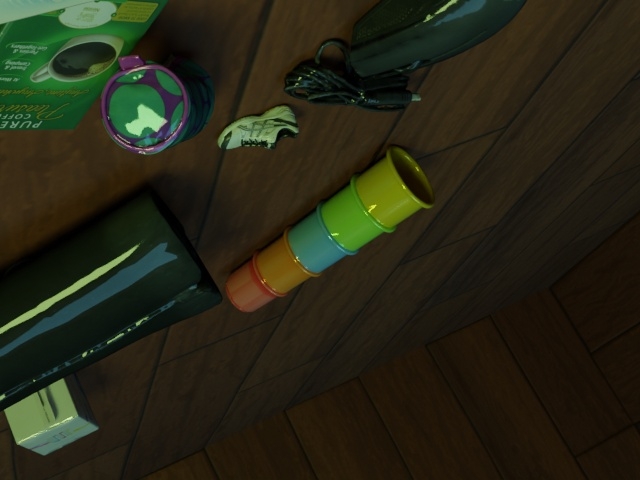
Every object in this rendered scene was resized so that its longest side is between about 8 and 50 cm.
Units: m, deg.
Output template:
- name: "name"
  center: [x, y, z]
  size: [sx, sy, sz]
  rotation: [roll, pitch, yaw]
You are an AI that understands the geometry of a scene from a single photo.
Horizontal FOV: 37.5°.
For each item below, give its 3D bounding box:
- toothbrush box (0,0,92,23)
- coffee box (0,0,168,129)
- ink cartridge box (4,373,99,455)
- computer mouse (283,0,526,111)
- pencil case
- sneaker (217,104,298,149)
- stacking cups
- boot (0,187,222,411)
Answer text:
- name: "toothbrush box"
  center: [-0.080, -0.236, 0.378]
  size: [0.206, 0.122, 0.283]
  rotation: [-21, 163, -23]
- name: "coffee box"
  center: [-0.177, -0.142, 0.632]
  size: [0.113, 0.040, 0.184]
  rotation: [-11, 156, -49]
- name: "ink cartridge box"
  center: [-0.382, 0.232, 1.316]
  size: [0.089, 0.092, 0.143]
  rotation: [-26, 162, -8]
- name: "computer mouse"
  center: [0.110, -0.197, 0.885]
  size: [0.272, 0.072, 0.188]
  rotation: [-40, 159, 34]
- name: "pencil case"
  center: [-0.120, -0.105, 0.713]
  size: [0.064, 0.070, 0.152]
  rotation: [-8, -169, 2]
- name: "sneaker"
  center: [-0.060, -0.105, 0.940]
  size: [0.083, 0.037, 0.032]
  rotation: [-24, 165, -11]
- name: "stacking cups"
  center: [0.000, 0.000, 1.256]
  size: [0.316, 0.096, 0.096]
  rotation: [-35, 162, 23]
- name: "boot"
  center: [-0.328, 0.092, 0.889]
  size: [0.445, 0.146, 0.367]
  rotation: [-25, 171, -4]
